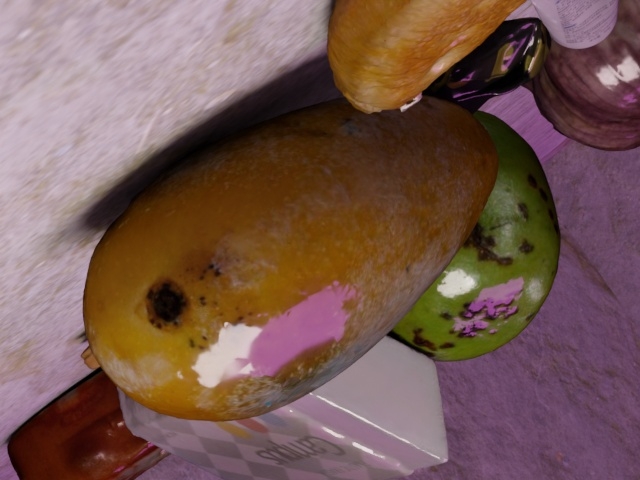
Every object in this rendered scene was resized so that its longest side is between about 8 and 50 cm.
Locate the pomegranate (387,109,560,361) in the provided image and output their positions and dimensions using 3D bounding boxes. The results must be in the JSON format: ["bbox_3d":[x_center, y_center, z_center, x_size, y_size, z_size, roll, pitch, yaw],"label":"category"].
[{"bbox_3d":[0.076,-0.009,1.232,0.263,0.211,0.211,9,149,-31],"label":"pomegranate"}]

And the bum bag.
[{"bbox_3d":[0.063,-0.086,1.038,0.232,0.060,0.106,-38,175,41],"label":"bum bag"}]

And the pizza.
[{"bbox_3d":[0.076,-0.133,0.694,0.134,0.056,0.271,-31,173,-21],"label":"pizza"}]

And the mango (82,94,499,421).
[{"bbox_3d":[0.000,0.000,0.884,0.316,0.146,0.193,-24,169,-43],"label":"mango"}]

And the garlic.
[{"bbox_3d":[0.298,-0.161,1.326,0.245,0.160,0.245,-35,176,-2],"label":"garlic"}]

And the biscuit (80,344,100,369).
[{"bbox_3d":[-0.123,0.048,1.273,0.184,0.027,0.133,-35,-179,5],"label":"biscuit"}]

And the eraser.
[{"bbox_3d":[-0.049,0.140,1.348,0.082,0.213,0.397,-67,-166,-21],"label":"eraser"}]

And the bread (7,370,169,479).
[{"bbox_3d":[-0.191,0.186,1.698,0.295,0.114,0.327,-37,176,42],"label":"bread"}]

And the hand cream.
[{"bbox_3d":[0.188,-0.181,1.116,0.084,0.053,0.142,-36,160,1],"label":"hand cream"}]
